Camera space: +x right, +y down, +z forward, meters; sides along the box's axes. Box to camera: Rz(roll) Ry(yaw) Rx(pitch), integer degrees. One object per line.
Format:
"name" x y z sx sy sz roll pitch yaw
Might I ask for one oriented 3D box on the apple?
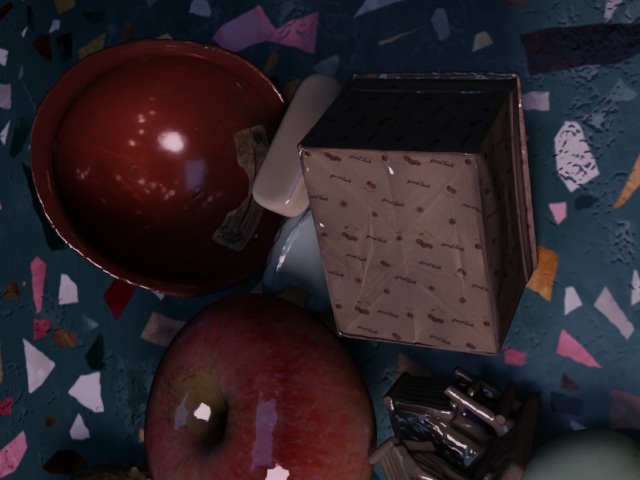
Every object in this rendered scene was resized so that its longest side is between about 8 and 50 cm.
"apple" -0.067 0.247 1.407 0.345 0.269 0.345 -13 70 37

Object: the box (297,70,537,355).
"box" 0.128 -0.035 1.324 0.225 0.190 0.297 4 125 24

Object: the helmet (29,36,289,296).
"helmet" -0.236 -0.104 1.504 0.230 0.385 0.337 10 92 64

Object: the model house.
"model house" 0.160 0.245 1.342 0.188 0.229 0.122 27 122 8

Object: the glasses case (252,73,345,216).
"glasses case" -0.023 -0.127 1.436 0.083 0.050 0.196 27 90 44

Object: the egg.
"egg" 0.306 0.328 1.306 0.231 0.168 0.168 -44 71 8

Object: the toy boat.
"toy boat" 0.000 0.000 1.493 0.208 0.134 0.079 -62 26 7

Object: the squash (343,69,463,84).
"squash" 0.077 -0.180 1.467 0.287 0.137 0.137 12 91 26

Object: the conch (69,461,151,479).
"conch" -0.275 0.411 1.553 0.291 0.159 0.210 -32 73 16
